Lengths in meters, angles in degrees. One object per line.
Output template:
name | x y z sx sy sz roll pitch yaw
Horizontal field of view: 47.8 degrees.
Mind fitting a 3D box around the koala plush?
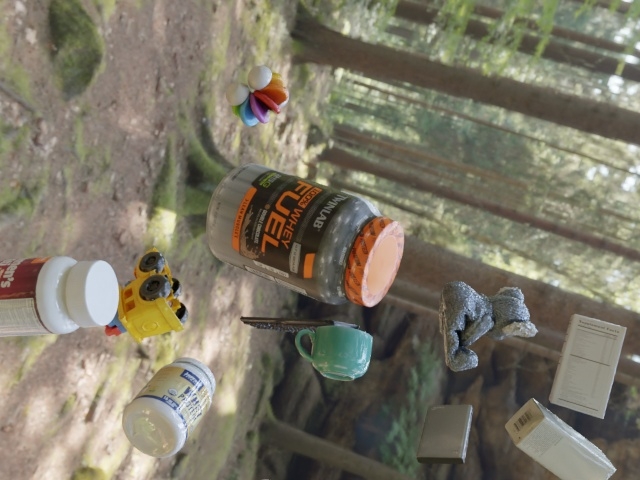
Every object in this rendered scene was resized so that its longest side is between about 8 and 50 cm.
koala plush | 0.412 0.190 1.783 0.196 0.221 0.203 -87 172 -58

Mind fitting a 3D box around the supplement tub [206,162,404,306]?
supplement tub | -0.029 -0.008 1.354 0.207 0.337 0.207 -42 142 -45

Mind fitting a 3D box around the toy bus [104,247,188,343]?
toy bus | -0.471 0.156 1.877 0.149 0.211 0.220 67 0 -46

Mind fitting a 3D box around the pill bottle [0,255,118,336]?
pill bottle | -0.437 0.086 1.121 0.121 0.221 0.121 -4 90 -77

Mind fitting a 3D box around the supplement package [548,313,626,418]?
supplement package | 0.711 0.332 1.928 0.134 0.139 0.244 29 77 -73

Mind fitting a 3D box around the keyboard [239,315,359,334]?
keyboard | -0.040 0.226 1.876 0.201 0.317 0.033 18 74 -50

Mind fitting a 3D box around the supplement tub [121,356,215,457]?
supplement tub | -0.512 0.565 2.488 0.316 0.228 0.228 -55 161 -62

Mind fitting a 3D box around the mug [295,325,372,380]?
mug | 0.033 0.253 1.600 0.129 0.157 0.097 43 51 -55

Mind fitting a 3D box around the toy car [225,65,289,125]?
toy car | -0.174 -0.404 2.109 0.159 0.182 0.136 37 25 -55

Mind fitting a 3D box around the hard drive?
hard drive | 0.251 0.387 1.450 0.022 0.094 0.135 67 30 -29

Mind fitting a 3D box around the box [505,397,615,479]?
box | 0.617 0.534 1.860 0.113 0.275 0.094 -48 -163 11
